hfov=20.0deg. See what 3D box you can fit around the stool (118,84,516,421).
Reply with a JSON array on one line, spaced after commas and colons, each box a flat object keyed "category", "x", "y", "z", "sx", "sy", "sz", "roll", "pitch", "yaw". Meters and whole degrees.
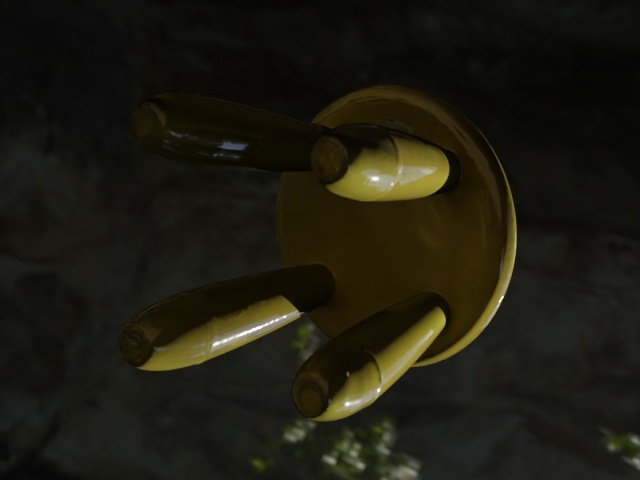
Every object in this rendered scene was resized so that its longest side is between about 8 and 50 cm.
[{"category": "stool", "x": 0.000, "y": 0.000, "z": 0.670, "sx": 0.134, "sy": 0.110, "sz": 0.135, "roll": -42, "pitch": -110, "yaw": 35}]
